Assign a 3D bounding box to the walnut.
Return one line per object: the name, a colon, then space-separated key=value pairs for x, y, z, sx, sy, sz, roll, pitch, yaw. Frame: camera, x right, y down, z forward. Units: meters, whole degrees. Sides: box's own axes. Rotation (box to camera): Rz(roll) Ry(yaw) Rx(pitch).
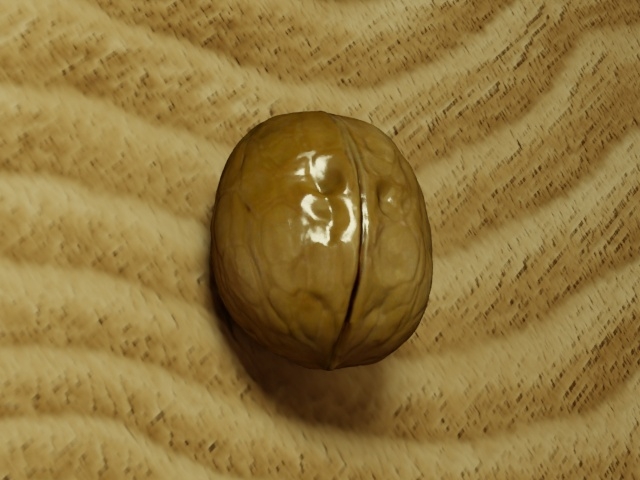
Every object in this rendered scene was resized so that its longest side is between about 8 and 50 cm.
walnut: x=0.000 y=0.000 z=1.245 sx=0.167 sy=0.167 sz=0.207 roll=18 pitch=54 yaw=-40
